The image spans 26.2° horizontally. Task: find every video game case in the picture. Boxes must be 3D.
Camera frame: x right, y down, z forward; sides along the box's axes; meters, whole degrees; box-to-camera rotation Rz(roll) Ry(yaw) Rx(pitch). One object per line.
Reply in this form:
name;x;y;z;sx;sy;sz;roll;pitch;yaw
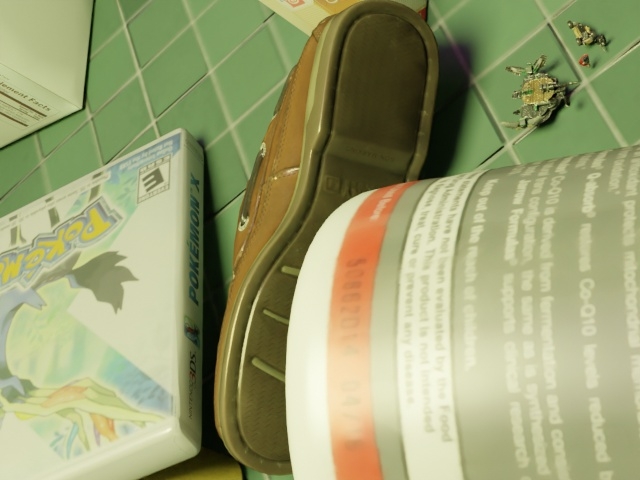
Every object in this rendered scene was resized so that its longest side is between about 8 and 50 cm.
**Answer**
video game case;-0.230;0.086;1.000;0.329;0.036;0.300;-24;41;17

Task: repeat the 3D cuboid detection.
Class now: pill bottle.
pill bottle;0.187;0.057;0.544;0.363;0.210;0.210;-9;63;24

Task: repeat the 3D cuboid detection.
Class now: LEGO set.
LEGO set;0.145;-0.098;0.859;0.083;0.023;0.054;-34;51;7

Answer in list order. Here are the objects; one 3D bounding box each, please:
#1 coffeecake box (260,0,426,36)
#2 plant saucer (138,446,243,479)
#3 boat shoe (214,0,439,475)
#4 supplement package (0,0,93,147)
coffeecake box;0.011;-0.238;0.959;0.068;0.142;0.185;-13;61;38
plant saucer;-0.239;0.266;0.974;0.333;0.081;0.333;12;77;44
boat shoe;0.000;0.000;0.889;0.104;0.110;0.307;-10;60;66
supplement package;-0.365;-0.196;1.235;0.262;0.198;0.199;-20;56;34
